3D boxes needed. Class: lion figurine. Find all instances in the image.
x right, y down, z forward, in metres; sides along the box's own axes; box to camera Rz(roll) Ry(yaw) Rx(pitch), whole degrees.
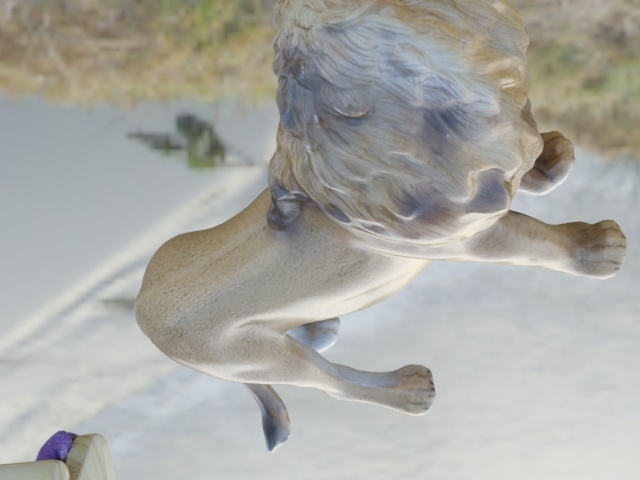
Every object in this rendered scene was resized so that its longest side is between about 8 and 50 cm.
[{"bbox_3d":[0.000,0.000,1.088,0.240,0.142,0.392,13,135,-37],"label":"lion figurine"}]

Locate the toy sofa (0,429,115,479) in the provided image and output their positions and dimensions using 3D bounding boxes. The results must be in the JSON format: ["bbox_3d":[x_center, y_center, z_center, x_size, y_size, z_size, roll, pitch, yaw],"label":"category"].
[{"bbox_3d":[-0.186,0.303,1.219,0.150,0.177,0.362,-7,115,15],"label":"toy sofa"}]
